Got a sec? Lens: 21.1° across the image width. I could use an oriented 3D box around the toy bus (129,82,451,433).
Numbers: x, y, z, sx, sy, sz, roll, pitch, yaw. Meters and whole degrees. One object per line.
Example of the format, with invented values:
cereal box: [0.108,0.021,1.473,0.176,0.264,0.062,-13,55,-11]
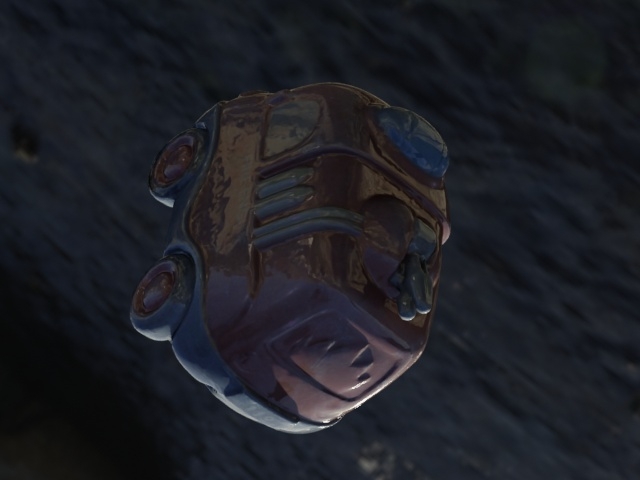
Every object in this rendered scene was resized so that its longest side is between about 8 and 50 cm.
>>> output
toy bus: [0.000,0.000,1.376,0.232,0.294,0.197,-28,130,34]
